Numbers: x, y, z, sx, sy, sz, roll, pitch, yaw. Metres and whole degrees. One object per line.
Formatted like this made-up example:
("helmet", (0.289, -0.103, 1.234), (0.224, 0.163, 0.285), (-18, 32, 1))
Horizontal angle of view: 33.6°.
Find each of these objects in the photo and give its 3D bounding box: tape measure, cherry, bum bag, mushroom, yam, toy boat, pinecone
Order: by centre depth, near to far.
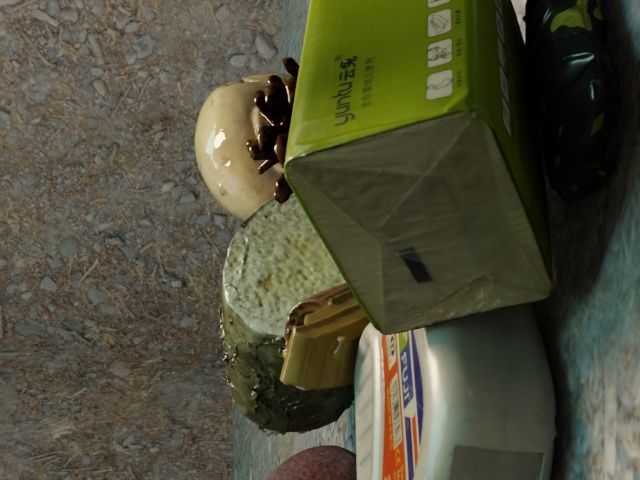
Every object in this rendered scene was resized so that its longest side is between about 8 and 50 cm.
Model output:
("bum bag", (0.193, -0.145, 0.824), (0.107, 0.060, 0.233), (105, 167, -54))
("tape measure", (0.113, 0.169, 0.935), (0.265, 0.130, 0.258), (117, 158, -53))
("toy boat", (0.034, 0.095, 1.168), (0.310, 0.115, 0.089), (-18, -57, -60))
("pinecone", (0.037, -0.125, 1.243), (0.264, 0.264, 0.264), (-174, 90, -81))
("cherry", (0.002, 0.352, 1.396), (0.140, 0.176, 0.176), (-5, 78, 55))
("yam", (-0.024, 0.116, 1.506), (0.348, 0.241, 0.241), (98, 172, -52))
("mushroom", (-0.064, -0.198, 1.941), (0.336, 0.314, 0.314), (-40, 40, 47))

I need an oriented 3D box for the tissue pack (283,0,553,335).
("tissue pack", (0.085, -0.098, 0.869), (0.275, 0.167, 0.200), (-82, -30, -45))
